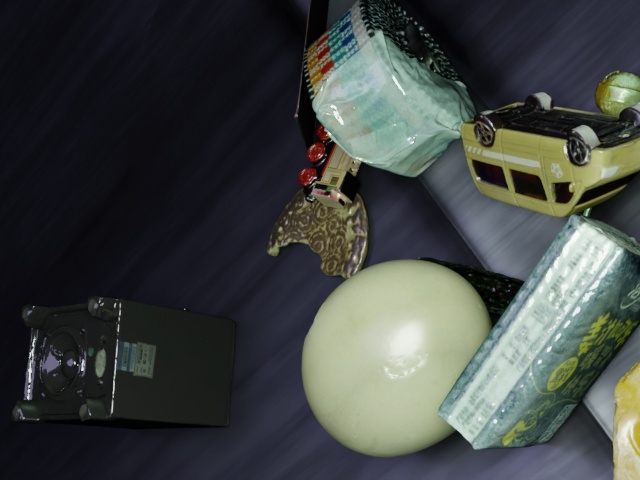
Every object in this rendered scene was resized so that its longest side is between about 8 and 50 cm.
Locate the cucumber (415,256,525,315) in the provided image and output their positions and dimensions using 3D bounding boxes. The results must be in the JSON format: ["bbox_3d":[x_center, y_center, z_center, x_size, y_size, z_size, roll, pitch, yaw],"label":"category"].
[{"bbox_3d":[0.207,0.062,1.229,0.215,0.058,0.052,12,73,43],"label":"cucumber"}]

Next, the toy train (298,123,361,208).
[{"bbox_3d":[0.025,-0.113,1.441,0.087,0.050,0.137,11,73,38],"label":"toy train"}]

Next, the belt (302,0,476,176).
[{"bbox_3d":[0.089,-0.200,1.314,0.150,0.207,0.257,-43,36,25],"label":"belt"}]

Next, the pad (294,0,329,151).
[{"bbox_3d":[-0.008,-0.287,1.458,0.005,0.202,0.299,5,79,6],"label":"pad"}]

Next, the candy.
[{"bbox_3d":[0.330,-0.098,1.180,0.061,0.061,0.202,23,102,44],"label":"candy"}]

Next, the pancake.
[{"bbox_3d":[0.000,0.000,1.463,0.184,0.020,0.190,-43,52,24],"label":"pancake"}]

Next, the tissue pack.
[{"bbox_3d":[0.257,0.106,1.079,0.081,0.185,0.257,41,105,32],"label":"tissue pack"}]

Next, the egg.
[{"bbox_3d":[0.089,0.140,1.194,0.219,0.219,0.269,57,139,37],"label":"egg"}]

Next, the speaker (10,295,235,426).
[{"bbox_3d":[-0.298,0.188,1.516,0.232,0.254,0.184,-10,72,41],"label":"speaker"}]

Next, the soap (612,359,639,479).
[{"bbox_3d":[0.393,0.170,1.010,0.257,0.080,0.160,-50,50,19],"label":"soap"}]

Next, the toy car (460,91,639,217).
[{"bbox_3d":[0.271,-0.091,1.136,0.257,0.101,0.124,25,133,59],"label":"toy car"}]
